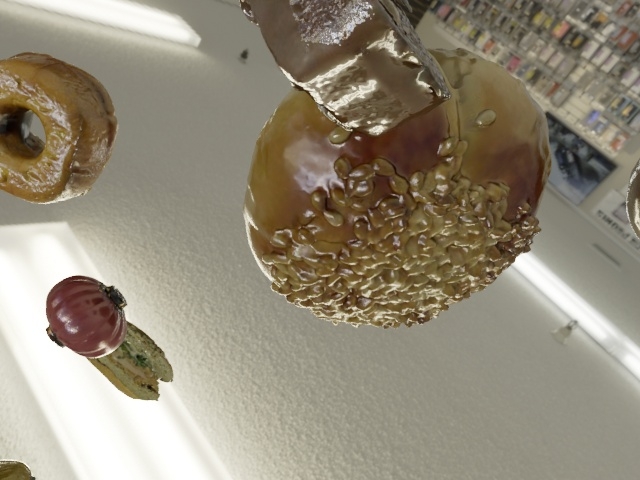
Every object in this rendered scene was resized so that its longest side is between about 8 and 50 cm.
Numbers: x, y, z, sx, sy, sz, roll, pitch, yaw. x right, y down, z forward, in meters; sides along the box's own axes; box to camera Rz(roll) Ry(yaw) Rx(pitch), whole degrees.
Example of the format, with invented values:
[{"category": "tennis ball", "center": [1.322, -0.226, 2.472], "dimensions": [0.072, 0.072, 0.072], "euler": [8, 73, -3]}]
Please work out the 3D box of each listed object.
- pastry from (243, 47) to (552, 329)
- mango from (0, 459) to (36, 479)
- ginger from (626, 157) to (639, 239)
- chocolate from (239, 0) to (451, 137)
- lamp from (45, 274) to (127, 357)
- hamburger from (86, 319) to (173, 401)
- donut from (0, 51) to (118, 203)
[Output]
[{"category": "pastry", "center": [0.101, -0.050, 0.696], "dimensions": [0.409, 0.410, 0.245], "euler": [16, -144, -31]}, {"category": "mango", "center": [-0.532, 0.393, 0.771], "dimensions": [0.237, 0.137, 0.091], "euler": [-25, -79, -58]}, {"category": "ginger", "center": [0.572, -0.067, 0.825], "dimensions": [0.222, 0.201, 0.269], "euler": [-3, 179, -3]}, {"category": "chocolate", "center": [0.004, -0.177, 0.407], "dimensions": [0.148, 0.093, 0.214], "euler": [13, -130, -55]}, {"category": "lamp", "center": [-0.284, 0.092, 0.663], "dimensions": [0.107, 0.092, 0.107], "euler": [53, 168, 17]}, {"category": "hamburger", "center": [-0.523, 0.299, 1.434], "dimensions": [0.144, 0.156, 0.283], "euler": [-53, -58, -31]}, {"category": "donut", "center": [-0.426, -0.167, 0.825], "dimensions": [0.226, 0.227, 0.114], "euler": [32, -160, -6]}]
